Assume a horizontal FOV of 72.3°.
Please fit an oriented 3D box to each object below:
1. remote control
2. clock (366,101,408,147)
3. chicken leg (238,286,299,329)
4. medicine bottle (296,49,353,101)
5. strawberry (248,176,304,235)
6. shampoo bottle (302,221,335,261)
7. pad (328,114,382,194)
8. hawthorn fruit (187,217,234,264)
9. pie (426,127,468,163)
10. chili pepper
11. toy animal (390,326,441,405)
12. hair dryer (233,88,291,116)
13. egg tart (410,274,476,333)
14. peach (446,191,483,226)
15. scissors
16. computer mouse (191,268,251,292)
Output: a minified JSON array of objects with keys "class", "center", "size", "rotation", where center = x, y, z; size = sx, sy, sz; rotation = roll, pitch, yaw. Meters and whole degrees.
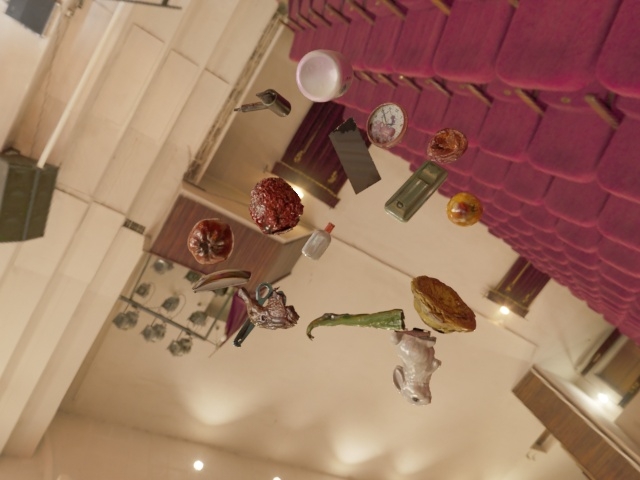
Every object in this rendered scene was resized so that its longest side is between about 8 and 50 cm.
[{"class":"remote control","center":[0.421,-0.221,1.917],"size":[0.128,0.335,0.066],"rotation":[37,159,20]},{"class":"clock","center":[0.355,-0.616,2.343],"size":[0.244,0.244,0.056],"rotation":[40,-161,31]},{"class":"chicken leg","center":[-0.221,0.282,1.807],"size":[0.322,0.178,0.083],"rotation":[-3,-178,36]},{"class":"medicine bottle","center":[0.024,-0.529,1.407],"size":[0.152,0.152,0.254],"rotation":[33,-155,1]},{"class":"strawberry","center":[-0.212,-0.143,2.022],"size":[0.274,0.274,0.220],"rotation":[30,-151,-11]},{"class":"shampoo bottle","center":[0.000,0.000,2.331],"size":[0.108,0.221,0.051],"rotation":[35,-176,-4]},{"class":"pad","center":[0.180,-0.448,2.341],"size":[0.007,0.247,0.368],"rotation":[-25,-90,-32]},{"class":"hawthorn fruit","center":[-0.515,-0.010,2.118],"size":[0.224,0.224,0.261],"rotation":[31,-159,-10]},{"class":"pie","center":[0.559,-0.419,1.940],"size":[0.182,0.182,0.049],"rotation":[41,179,37]},{"class":"chili pepper","center":[0.122,0.295,1.564],"size":[0.358,0.085,0.076],"rotation":[-9,-162,17]},{"class":"toy animal","center":[0.446,0.607,2.112],"size":[0.257,0.358,0.194],"rotation":[9,-177,11]},{"class":"hair dryer","center":[-0.275,-0.580,1.870],"size":[0.248,0.078,0.195],"rotation":[-5,175,21]},{"class":"egg tart","center":[0.504,0.287,1.869],"size":[0.341,0.129,0.341],"rotation":[28,-155,-15]},{"class":"peach","center":[0.562,-0.120,1.726],"size":[0.138,0.138,0.138],"rotation":[31,-168,-7]},{"class":"scissors","center":[-0.304,0.366,2.140],"size":[0.180,0.032,0.393],"rotation":[45,-129,-12]},{"class":"computer mouse","center":[-0.510,0.199,2.259],"size":[0.310,0.072,0.158],"rotation":[-11,-166,-1]}]
